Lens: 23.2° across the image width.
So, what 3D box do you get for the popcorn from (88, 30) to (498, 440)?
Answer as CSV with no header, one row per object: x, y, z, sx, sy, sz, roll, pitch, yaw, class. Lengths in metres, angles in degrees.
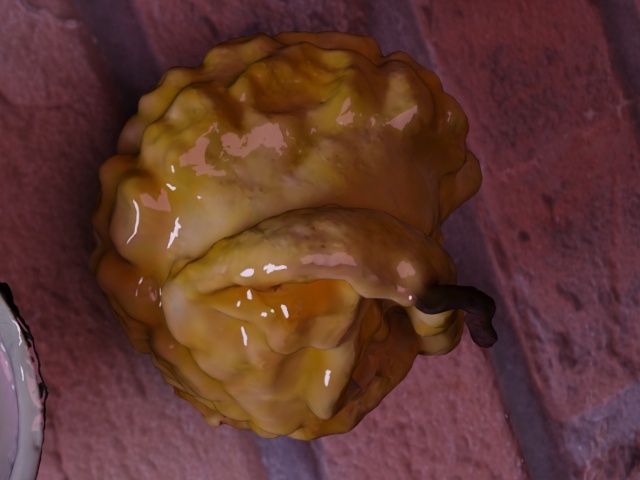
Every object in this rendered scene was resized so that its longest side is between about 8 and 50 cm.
0.000,0.000,1.246,0.349,0.382,0.349,-14,115,-33,popcorn

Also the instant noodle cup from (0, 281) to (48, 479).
-0.359,0.123,1.060,0.340,0.266,0.340,15,70,-46,instant noodle cup
